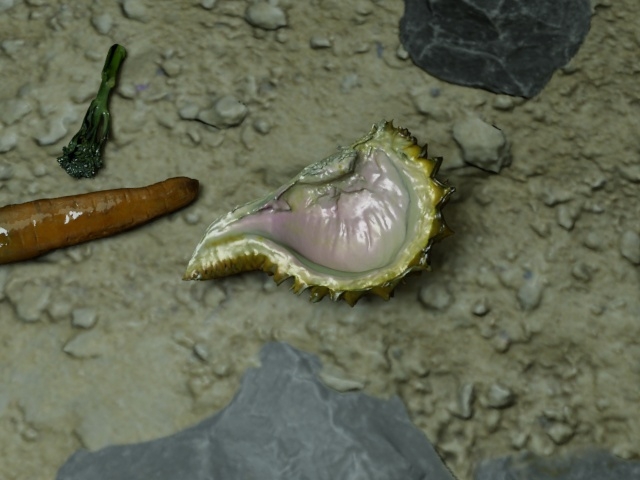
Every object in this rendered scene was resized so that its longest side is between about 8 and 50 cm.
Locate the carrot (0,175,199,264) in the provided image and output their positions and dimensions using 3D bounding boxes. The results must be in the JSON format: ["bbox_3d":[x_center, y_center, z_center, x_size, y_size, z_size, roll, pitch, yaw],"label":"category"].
[{"bbox_3d":[-0.188,-0.021,0.812,0.191,0.047,0.047,-15,65,-13],"label":"carrot"}]

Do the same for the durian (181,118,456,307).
[{"bbox_3d":[-0.002,-0.003,0.807,0.224,0.078,0.140,-17,77,-2],"label":"durian"}]

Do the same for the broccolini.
[{"bbox_3d":[-0.196,-0.113,0.874,0.035,0.030,0.140,-13,53,29],"label":"broccolini"}]
